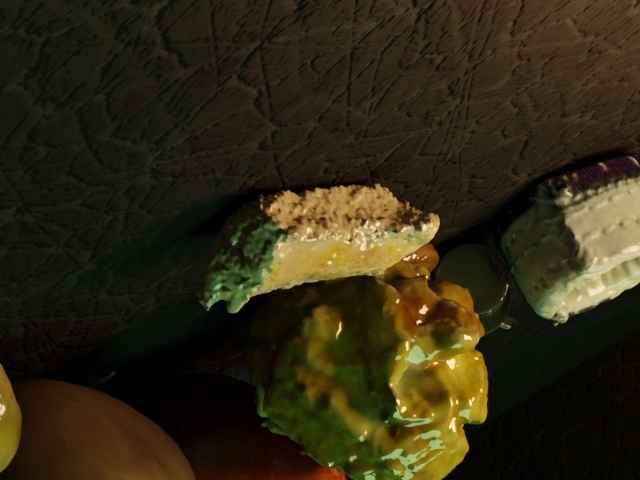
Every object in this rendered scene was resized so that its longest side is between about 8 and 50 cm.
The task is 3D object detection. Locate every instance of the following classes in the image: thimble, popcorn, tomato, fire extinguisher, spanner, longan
[{"bbox_3d":[0.341,-0.005,1.898,0.237,0.150,0.237,-25,163,-8],"label":"thimble"},{"bbox_3d":[0.046,0.137,1.647,0.282,0.282,0.247,11,102,-66],"label":"popcorn"},{"bbox_3d":[-0.096,0.248,1.809,0.144,0.338,0.338,-65,164,-4],"label":"tomato"},{"bbox_3d":[0.214,0.077,2.013,0.311,0.114,0.095,58,55,-79],"label":"fire extinguisher"},{"bbox_3d":[-0.336,0.205,1.680,0.254,0.015,0.054,-33,166,18],"label":"spanner"},{"bbox_3d":[-0.279,0.303,1.499,0.361,0.361,0.361,-26,165,-8],"label":"longan"}]

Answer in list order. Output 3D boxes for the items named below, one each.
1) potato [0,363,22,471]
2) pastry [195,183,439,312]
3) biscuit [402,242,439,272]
[{"bbox_3d":[-0.361,0.153,1.217,0.228,0.149,0.197,-18,175,-28],"label":"potato"},{"bbox_3d":[0.003,-0.002,1.443,0.258,0.089,0.121,-14,164,-45],"label":"pastry"},{"bbox_3d":[0.028,0.089,1.876,0.290,0.041,0.208,-38,161,31],"label":"biscuit"}]
